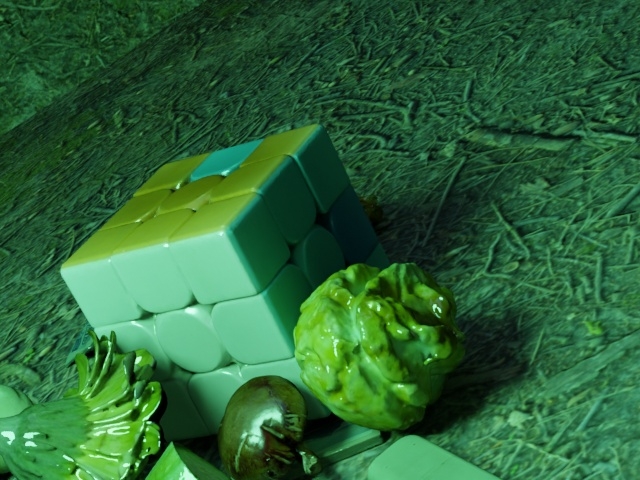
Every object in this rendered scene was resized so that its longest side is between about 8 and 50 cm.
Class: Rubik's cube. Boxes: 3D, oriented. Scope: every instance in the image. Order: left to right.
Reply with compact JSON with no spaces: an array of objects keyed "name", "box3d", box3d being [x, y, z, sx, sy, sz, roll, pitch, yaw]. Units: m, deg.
[{"name":"Rubik's cube","box3d":[-0.107,0.057,2.016,0.291,0.290,0.292,-13,23,35]}]

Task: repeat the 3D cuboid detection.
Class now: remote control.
[{"name":"remote control","box3d":[0.148,0.275,1.625,0.090,0.038,0.309,-37,24,-18]}]

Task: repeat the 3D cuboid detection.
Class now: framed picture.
[{"name":"framed picture","box3d":[-0.018,0.243,1.899,0.203,0.015,0.150,-23,23,10]}]

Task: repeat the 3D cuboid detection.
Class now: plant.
[{"name":"plant","box3d":[-0.304,0.228,1.852,0.261,0.297,0.306,-40,22,6]}]

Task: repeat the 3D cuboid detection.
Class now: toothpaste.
[{"name":"toothpaste","box3d":[-0.339,0.107,2.498,0.069,0.047,0.268,-1,36,24]}]

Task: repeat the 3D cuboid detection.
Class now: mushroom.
[{"name":"mushroom","box3d":[-0.061,0.233,1.822,0.170,0.080,0.135,26,96,41]}]

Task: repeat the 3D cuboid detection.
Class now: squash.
[{"name":"squash","box3d":[-0.139,0.315,1.715,0.123,0.170,0.170,-43,25,-5]}]

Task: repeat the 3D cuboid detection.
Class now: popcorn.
[{"name":"popcorn","box3d":[0.068,0.124,1.816,0.184,0.204,0.221,-61,4,29]}]

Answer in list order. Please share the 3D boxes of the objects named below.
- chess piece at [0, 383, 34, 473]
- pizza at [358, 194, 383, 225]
[{"name":"chess piece","box3d":[-0.541,0.324,2.141,0.330,0.182,0.182,-34,23,-29]},{"name":"pizza","box3d":[0.000,0.000,2.317,0.147,0.069,0.226,-3,33,40]}]
